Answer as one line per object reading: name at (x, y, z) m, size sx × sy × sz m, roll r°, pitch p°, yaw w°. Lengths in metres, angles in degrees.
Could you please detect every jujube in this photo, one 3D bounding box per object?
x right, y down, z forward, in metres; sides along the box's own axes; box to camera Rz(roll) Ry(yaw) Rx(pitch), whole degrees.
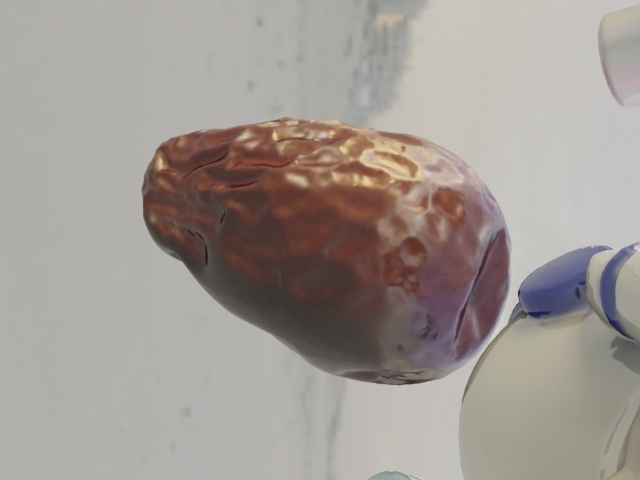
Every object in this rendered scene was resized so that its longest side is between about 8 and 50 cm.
jujube at (0.000, 0.000, 1.002) m, size 0.168 × 0.236 × 0.168 m, roll -43°, pitch 141°, yaw -49°

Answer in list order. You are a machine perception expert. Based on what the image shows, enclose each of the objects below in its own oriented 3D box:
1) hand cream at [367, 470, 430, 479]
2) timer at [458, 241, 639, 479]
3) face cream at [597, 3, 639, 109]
hand cream at (0.097, 0.224, 1.252) m, size 0.331 × 0.058 × 0.085 m, roll 42°, pitch 31°, yaw -66°
timer at (0.167, 0.074, 0.494) m, size 0.383 × 0.270 × 0.270 m, roll -176°, pitch -95°, yaw -67°
face cream at (0.278, -0.125, 0.853) m, size 0.082 × 0.269 × 0.082 m, roll 39°, pitch 45°, yaw -55°
